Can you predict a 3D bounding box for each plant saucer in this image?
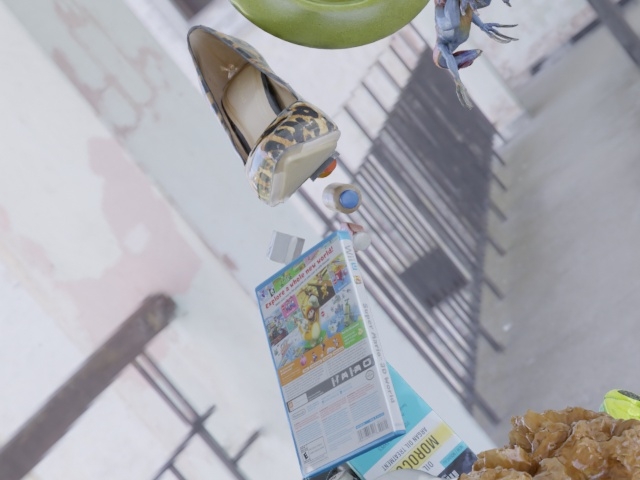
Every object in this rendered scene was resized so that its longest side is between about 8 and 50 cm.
[{"bbox_3d":[0.008,-0.298,1.102,0.241,0.241,0.037,-41,-1,-12],"label":"plant saucer"}]

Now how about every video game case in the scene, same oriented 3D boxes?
[{"bbox_3d":[0.004,0.091,0.944,0.015,0.166,0.119,1,-25,-40],"label":"video game case"}]

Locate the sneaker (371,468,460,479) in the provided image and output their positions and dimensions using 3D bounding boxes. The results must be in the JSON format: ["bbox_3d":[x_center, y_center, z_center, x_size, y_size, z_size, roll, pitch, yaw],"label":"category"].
[{"bbox_3d":[0.038,0.320,1.028,0.292,0.108,0.169,-44,20,-23],"label":"sneaker"}]

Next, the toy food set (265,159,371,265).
[{"bbox_3d":[0.000,0.000,1.558,0.104,0.111,0.232,-160,87,-78],"label":"toy food set"}]

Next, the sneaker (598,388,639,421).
[{"bbox_3d":[0.426,0.323,1.478,0.123,0.296,0.109,-35,-3,38],"label":"sneaker"}]

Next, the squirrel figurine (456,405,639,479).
[{"bbox_3d":[0.139,0.318,0.751,0.370,0.397,0.281,-29,9,-24],"label":"squirrel figurine"}]

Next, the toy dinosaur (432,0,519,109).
[{"bbox_3d":[0.076,-0.120,0.641,0.047,0.090,0.082,-33,3,-21],"label":"toy dinosaur"}]

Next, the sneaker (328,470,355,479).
[{"bbox_3d":[0.000,0.342,1.177,0.222,0.118,0.083,-56,-6,8],"label":"sneaker"}]

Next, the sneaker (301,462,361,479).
[{"bbox_3d":[0.023,0.402,1.570,0.139,0.125,0.341,-15,55,49],"label":"sneaker"}]

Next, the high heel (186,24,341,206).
[{"bbox_3d":[-0.072,-0.123,1.037,0.093,0.186,0.261,-45,0,7],"label":"high heel"}]

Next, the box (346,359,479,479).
[{"bbox_3d":[0.098,0.229,1.194,0.100,0.244,0.060,-43,-15,-7],"label":"box"}]
